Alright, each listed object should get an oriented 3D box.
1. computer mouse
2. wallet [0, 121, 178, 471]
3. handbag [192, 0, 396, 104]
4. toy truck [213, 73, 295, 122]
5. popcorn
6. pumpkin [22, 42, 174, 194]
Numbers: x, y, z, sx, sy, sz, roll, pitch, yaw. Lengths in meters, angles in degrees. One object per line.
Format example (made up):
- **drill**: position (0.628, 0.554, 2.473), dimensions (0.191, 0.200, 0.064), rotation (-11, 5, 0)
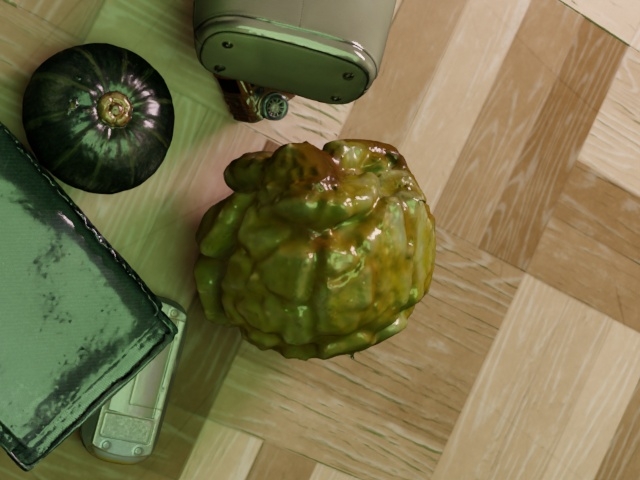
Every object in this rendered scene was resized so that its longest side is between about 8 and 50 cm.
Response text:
- **computer mouse**: position (-0.215, 0.159, 1.693), dimensions (0.102, 0.045, 0.199), rotation (14, 90, -25)
- **wallet**: position (-0.345, 0.049, 1.587), dimensions (0.237, 0.075, 0.342), rotation (-43, 105, -11)
- **handbag**: position (-0.022, -0.312, 1.642), dimensions (0.241, 0.109, 0.315), rotation (14, 59, -12)
- **toy truck**: position (-0.031, -0.217, 1.697), dimensions (0.192, 0.083, 0.092), rotation (-37, 113, -17)
- **popcorn**: position (0.004, 0.006, 1.663), dimensions (0.282, 0.282, 0.247), rotation (-1, 97, -26)
- **pumpkin**: position (-0.239, -0.134, 1.585), dimensions (0.167, 0.125, 0.167), rotation (-2, 95, -19)
